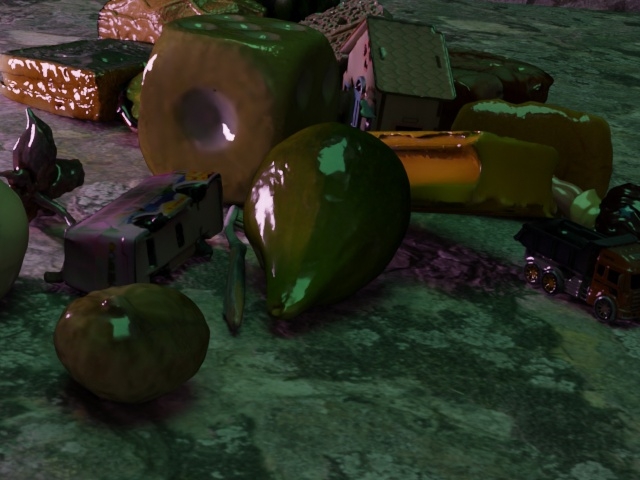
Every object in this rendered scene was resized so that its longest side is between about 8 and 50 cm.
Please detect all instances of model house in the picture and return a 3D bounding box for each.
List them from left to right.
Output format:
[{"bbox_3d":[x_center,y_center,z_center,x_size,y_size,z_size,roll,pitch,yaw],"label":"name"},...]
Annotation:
[{"bbox_3d":[0.101,-0.227,2.036,0.169,0.244,0.326,8,19,-13],"label":"model house"}]

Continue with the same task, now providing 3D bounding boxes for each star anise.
[{"bbox_3d":[-0.316,-0.045,1.577,0.227,0.148,0.218,29,37,32],"label":"star anise"}]

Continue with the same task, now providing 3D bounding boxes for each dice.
[{"bbox_3d":[-0.113,-0.194,1.873,0.226,0.238,0.233,13,21,19],"label":"dice"}]

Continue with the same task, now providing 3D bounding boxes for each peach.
[{"bbox_3d":[-0.209,-0.226,2.117,0.279,0.068,0.189,-22,52,-31],"label":"peach"}]

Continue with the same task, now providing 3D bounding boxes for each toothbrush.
[{"bbox_3d":[-0.103,0.026,1.577,0.037,0.028,0.375,24,17,-11],"label":"toothbrush"}]

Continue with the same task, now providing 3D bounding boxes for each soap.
[{"bbox_3d":[0.131,-0.087,1.701,0.324,0.096,0.204,4,-2,41],"label":"soap"}]

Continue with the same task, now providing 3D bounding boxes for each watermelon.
[{"bbox_3d":[-0.093,-0.487,2.684,0.268,0.269,0.269,6,20,-2],"label":"watermelon"}]

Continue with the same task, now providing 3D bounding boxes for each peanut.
[{"bbox_3d":[-0.178,0.098,1.241,0.140,0.109,0.159,34,19,33],"label":"peanut"}]

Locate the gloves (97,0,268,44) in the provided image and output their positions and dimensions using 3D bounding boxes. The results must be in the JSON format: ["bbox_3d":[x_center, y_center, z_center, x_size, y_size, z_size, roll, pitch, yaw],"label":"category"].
[{"bbox_3d":[-0.250,-0.373,2.428,0.356,0.203,0.155,6,37,15],"label":"gloves"}]

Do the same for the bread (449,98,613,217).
[{"bbox_3d":[0.306,-0.119,1.920,0.245,0.174,0.121,8,0,0],"label":"bread"}]

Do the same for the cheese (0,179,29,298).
[{"bbox_3d":[-0.452,-0.003,1.403,0.266,0.127,0.233,2,17,-20],"label":"cheese"}]

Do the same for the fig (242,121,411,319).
[{"bbox_3d":[0.000,0.000,1.508,0.206,0.206,0.275,9,41,5],"label":"fig"}]

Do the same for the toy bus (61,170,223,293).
[{"bbox_3d":[-0.205,-0.009,1.552,0.112,0.090,0.274,6,19,16],"label":"toy bus"}]

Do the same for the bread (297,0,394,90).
[{"bbox_3d":[-0.019,-0.295,2.253,0.337,0.183,0.102,-22,65,3],"label":"bread"}]

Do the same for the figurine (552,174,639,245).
[{"bbox_3d":[0.393,-0.024,1.749,0.240,0.116,0.174,19,23,31],"label":"figurine"}]

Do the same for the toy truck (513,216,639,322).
[{"bbox_3d":[0.334,0.029,1.618,0.083,0.092,0.192,-8,25,-37],"label":"toy truck"}]

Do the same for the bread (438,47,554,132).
[{"bbox_3d":[0.266,-0.287,2.445,0.327,0.114,0.295,-12,26,-41],"label":"bread"}]

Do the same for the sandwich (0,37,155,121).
[{"bbox_3d":[-0.377,-0.288,2.257,0.271,0.099,0.301,19,24,31],"label":"sandwich"}]
